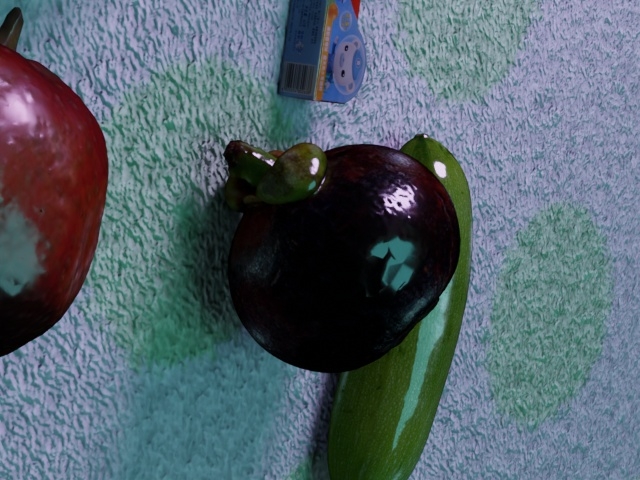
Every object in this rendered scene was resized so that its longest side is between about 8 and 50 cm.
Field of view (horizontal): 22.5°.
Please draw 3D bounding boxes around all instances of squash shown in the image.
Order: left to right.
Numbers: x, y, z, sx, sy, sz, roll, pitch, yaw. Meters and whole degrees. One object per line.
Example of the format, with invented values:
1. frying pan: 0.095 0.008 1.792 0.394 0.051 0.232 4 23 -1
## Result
1. squash: 0.081 0.093 1.579 0.107 0.107 0.395 16 87 -51

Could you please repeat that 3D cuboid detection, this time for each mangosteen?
1. mangosteen: 0.007 0.007 1.402 0.216 0.216 0.216 -17 113 -47

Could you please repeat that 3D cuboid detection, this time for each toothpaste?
1. toothpaste: 0.012 -0.222 1.457 0.070 0.044 0.193 1 100 -52

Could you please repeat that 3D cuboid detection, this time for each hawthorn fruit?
1. hawthorn fruit: -0.243 -0.039 1.074 0.215 0.215 0.250 21 75 -51
